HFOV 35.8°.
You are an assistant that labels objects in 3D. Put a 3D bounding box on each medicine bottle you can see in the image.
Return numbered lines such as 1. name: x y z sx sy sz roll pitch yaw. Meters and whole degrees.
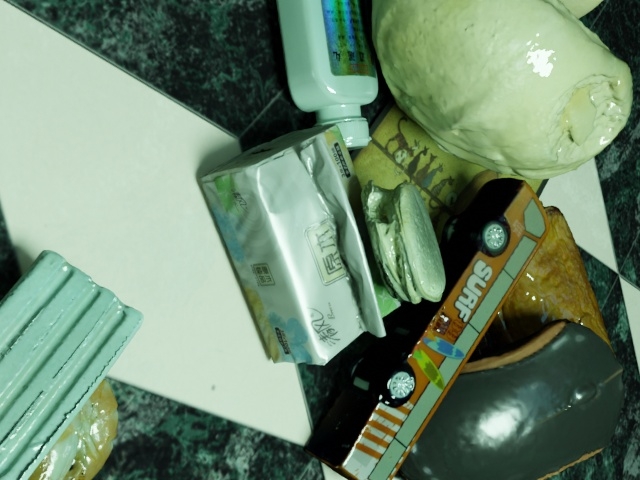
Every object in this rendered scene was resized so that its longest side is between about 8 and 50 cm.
1. medicine bottle: 0.011 -0.220 1.164 0.121 0.083 0.229 -9 90 -51

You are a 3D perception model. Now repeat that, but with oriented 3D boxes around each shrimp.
1. shrimp: -0.238 0.204 0.901 0.091 0.043 0.184 46 55 -35

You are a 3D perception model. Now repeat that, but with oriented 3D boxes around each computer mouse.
1. computer mouse: 0.245 0.219 1.240 0.323 0.116 0.183 -21 98 -14

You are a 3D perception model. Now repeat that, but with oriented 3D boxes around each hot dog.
1. hot dog: 0.320 0.084 1.408 0.196 0.122 0.272 -13 78 -45

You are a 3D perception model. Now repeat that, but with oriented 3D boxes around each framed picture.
1. framed picture: 0.182 -0.100 1.316 0.255 0.014 0.339 43 55 -12

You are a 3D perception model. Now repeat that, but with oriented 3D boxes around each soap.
1. soap: -0.255 0.115 0.859 0.114 0.063 0.198 38 58 -6

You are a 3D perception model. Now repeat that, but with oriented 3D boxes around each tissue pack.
1. tissue pack: 0.000 0.000 1.084 0.159 0.145 0.229 -31 107 -42

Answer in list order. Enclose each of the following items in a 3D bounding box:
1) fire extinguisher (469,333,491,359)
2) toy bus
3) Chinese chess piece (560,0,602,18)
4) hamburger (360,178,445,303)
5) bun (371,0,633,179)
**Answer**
1. fire extinguisher: 0.195 0.103 1.335 0.064 0.043 0.158 -16 98 -1
2. toy bus: 0.133 0.102 1.172 0.092 0.093 0.409 42 74 -24
3. Chinese chess piece: 0.357 -0.434 1.408 0.104 0.257 0.257 24 67 -19
4. hamburger: 0.090 0.003 1.073 0.133 0.062 0.140 46 32 -57
5. bun: 0.192 -0.205 1.198 0.364 0.364 0.202 35 100 -36
